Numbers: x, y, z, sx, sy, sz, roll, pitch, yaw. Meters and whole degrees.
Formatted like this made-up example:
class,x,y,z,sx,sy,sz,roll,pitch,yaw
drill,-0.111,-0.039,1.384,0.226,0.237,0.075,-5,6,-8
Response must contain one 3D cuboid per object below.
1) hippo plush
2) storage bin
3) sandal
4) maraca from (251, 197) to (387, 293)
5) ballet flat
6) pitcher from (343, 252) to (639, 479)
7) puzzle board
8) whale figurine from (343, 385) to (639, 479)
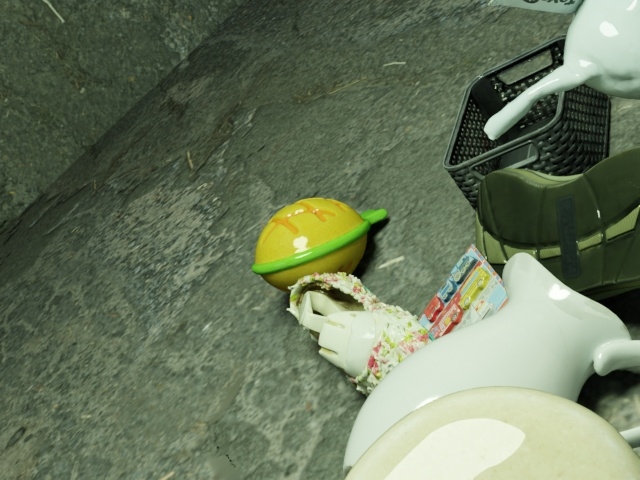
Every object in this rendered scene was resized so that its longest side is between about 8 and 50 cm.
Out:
class,x,y,z,sx,sy,sz,roll,pitch,yaw
hippo plush,0.311,-0.177,0.673,0.294,0.234,0.236,-14,29,-24
storage bin,0.202,-0.106,0.899,0.122,0.084,0.180,-23,28,33
sandal,0.209,-0.002,0.719,0.303,0.086,0.120,174,98,-67
maraca,0.000,0.000,1.012,0.127,0.099,0.185,-12,11,33
ballet flat,0.026,0.084,0.831,0.241,0.077,0.091,-152,76,-70
pitcher,0.132,0.118,0.613,0.207,0.125,0.177,-41,40,-24
puzzle board,0.106,0.073,0.780,0.128,0.011,0.096,-57,21,15
whale figurine,0.124,0.200,0.448,0.216,0.141,0.272,-42,59,-11
